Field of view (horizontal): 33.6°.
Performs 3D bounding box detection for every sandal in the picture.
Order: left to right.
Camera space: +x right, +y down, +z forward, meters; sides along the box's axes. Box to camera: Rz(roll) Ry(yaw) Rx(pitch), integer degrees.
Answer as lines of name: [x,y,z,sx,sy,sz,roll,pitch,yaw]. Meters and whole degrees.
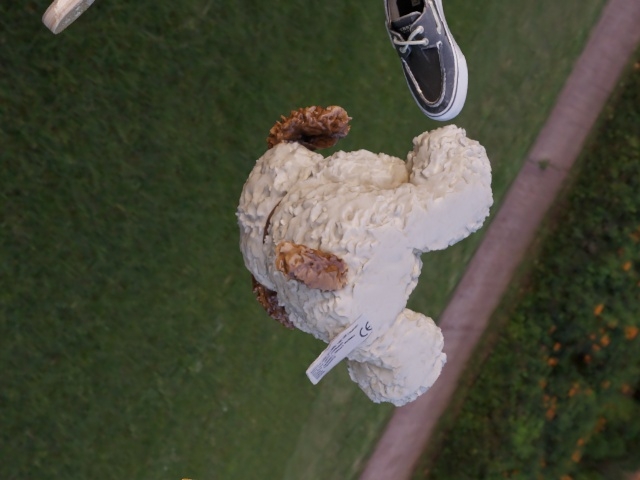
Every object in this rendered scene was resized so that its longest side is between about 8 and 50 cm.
sandal: [-0.253,-0.343,1.394,0.240,0.079,0.088,-47,-175,-8]

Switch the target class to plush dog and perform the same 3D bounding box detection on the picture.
plush dog: [0.000,0.000,0.961,0.210,0.225,0.263,4,106,-35]

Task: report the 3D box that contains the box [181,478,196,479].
box: [-0.066,0.244,0.896,0.028,0.136,0.081,-60,148,-50]

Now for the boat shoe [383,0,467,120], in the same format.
boat shoe: [0.112,-0.248,1.259,0.077,0.219,0.070,-19,173,35]
